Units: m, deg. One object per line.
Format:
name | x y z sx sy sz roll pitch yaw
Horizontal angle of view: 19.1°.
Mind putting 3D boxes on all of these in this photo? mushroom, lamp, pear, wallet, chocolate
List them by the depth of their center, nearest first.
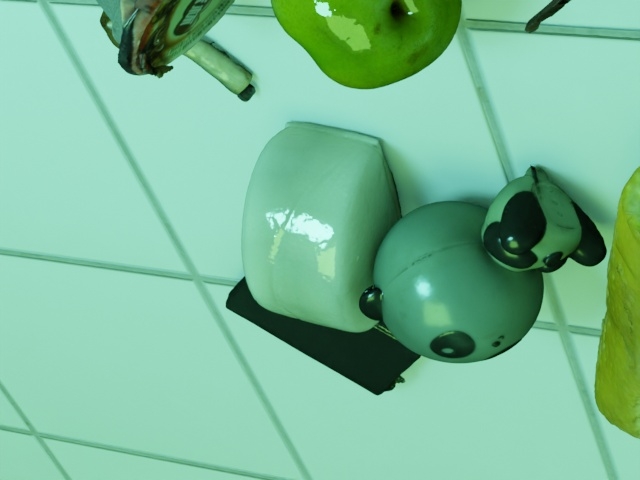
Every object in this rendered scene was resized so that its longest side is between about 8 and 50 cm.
pear | 0.032 -0.229 1.773 0.180 0.166 0.216 29 177 -28
chocolate | -0.165 -0.270 1.826 0.147 0.221 0.221 38 149 7
mushroom | -0.149 -0.198 2.027 0.187 0.061 0.060 29 143 -13
lamp | 0.169 0.030 2.034 0.197 0.198 0.244 38 131 -20
wallet | 0.012 0.103 2.373 0.250 0.044 0.149 30 144 -7

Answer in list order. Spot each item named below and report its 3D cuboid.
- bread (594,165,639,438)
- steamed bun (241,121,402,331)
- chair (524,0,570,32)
bread | 0.400 0.077 1.946 0.236 0.165 0.375 18 149 17
steamed bun | 0.000 0.000 2.111 0.146 0.164 0.242 13 148 21
chair | 0.215 -0.298 1.514 0.183 0.176 0.326 29 153 -22
